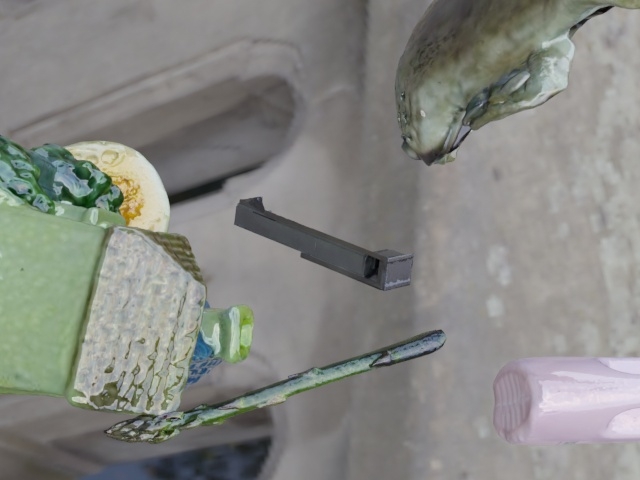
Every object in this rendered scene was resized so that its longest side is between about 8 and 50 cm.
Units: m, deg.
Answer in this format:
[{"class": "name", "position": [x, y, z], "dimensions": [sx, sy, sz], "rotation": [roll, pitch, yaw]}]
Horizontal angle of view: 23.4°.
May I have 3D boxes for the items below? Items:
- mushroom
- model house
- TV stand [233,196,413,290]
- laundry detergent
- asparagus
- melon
[{"class": "mushroom", "position": [0.188, -0.200, 1.366], "dimensions": [0.130, 0.344, 0.247], "rotation": [46, 50, -10]}, {"class": "model house", "position": [-0.152, 0.039, 1.133], "dimensions": [0.214, 0.189, 0.195], "rotation": [23, 82, -71]}, {"class": "TV stand", "position": [0.000, 0.000, 1.843], "dimensions": [0.049, 0.256, 0.040], "rotation": [-10, 113, -44]}, {"class": "laundry detergent", "position": [0.351, 0.160, 1.570], "dimensions": [0.335, 0.159, 0.088], "rotation": [0, 79, -12]}, {"class": "asparagus", "position": [-0.028, 0.097, 1.011], "dimensions": [0.023, 0.232, 0.022], "rotation": [-116, -165, -45]}, {"class": "melon", "position": [-0.228, -0.032, 1.654], "dimensions": [0.128, 0.079, 0.160], "rotation": [-36, 94, -37]}]
